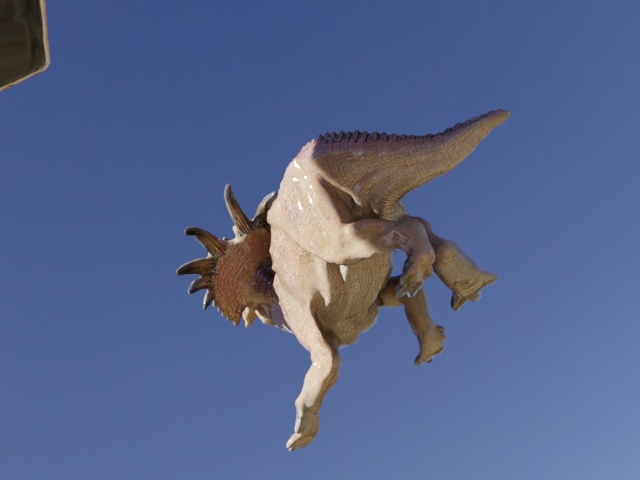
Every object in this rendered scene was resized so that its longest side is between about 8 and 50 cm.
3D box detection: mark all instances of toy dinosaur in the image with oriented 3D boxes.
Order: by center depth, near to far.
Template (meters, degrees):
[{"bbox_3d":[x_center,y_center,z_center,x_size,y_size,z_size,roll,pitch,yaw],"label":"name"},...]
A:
[{"bbox_3d":[0.000,0.000,0.691,0.127,0.200,0.296,-13,-37,-42],"label":"toy dinosaur"}]

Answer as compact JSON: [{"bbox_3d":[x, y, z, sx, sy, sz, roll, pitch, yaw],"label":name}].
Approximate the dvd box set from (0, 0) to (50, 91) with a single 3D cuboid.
[{"bbox_3d":[-0.388,-0.141,0.492,0.307,0.420,0.062,-36,-33,-36],"label":"dvd box set"}]
